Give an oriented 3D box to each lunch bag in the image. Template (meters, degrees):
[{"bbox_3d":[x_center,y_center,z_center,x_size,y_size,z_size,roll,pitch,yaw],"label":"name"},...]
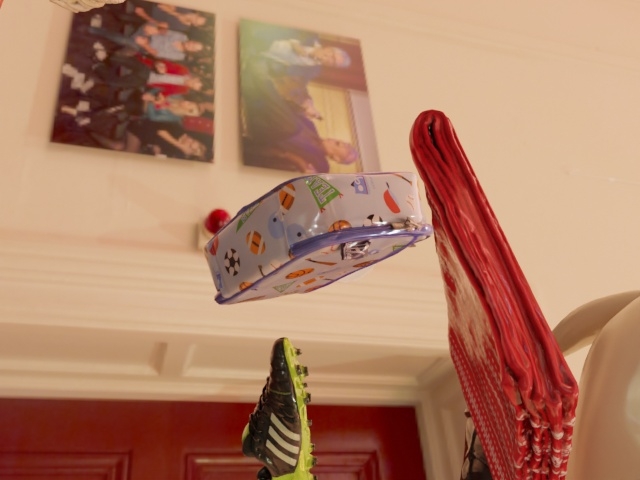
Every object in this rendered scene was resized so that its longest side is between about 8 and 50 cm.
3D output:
[{"bbox_3d":[0.000,0.000,0.932,0.303,0.243,0.115,-27,-107,46],"label":"lunch bag"}]

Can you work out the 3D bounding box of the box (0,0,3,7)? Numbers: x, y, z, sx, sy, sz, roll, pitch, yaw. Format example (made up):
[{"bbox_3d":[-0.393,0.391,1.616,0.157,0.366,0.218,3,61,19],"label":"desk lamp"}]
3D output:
[{"bbox_3d":[-0.442,-0.376,0.822,0.128,0.122,0.257,-134,-114,-75],"label":"box"}]

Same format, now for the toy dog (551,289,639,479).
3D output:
[{"bbox_3d":[0.244,0.241,0.497,0.408,0.284,0.395,-53,-135,0],"label":"toy dog"}]

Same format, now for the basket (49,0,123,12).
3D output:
[{"bbox_3d":[-0.179,-0.345,0.374,0.266,0.328,0.331,7,-102,52],"label":"basket"}]

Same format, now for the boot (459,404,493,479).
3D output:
[{"bbox_3d":[0.321,0.491,1.124,0.367,0.146,0.445,124,-17,-71],"label":"boot"}]

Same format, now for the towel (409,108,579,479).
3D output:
[{"bbox_3d":[0.103,0.076,0.430,0.275,0.031,0.199,71,5,-48],"label":"towel"}]

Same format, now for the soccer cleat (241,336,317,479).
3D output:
[{"bbox_3d":[-0.043,0.176,0.661,0.060,0.072,0.179,-92,178,-66],"label":"soccer cleat"}]

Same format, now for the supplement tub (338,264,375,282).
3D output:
[{"bbox_3d":[0.036,-0.016,1.469,0.200,0.144,0.144,-118,-144,-52],"label":"supplement tub"}]
